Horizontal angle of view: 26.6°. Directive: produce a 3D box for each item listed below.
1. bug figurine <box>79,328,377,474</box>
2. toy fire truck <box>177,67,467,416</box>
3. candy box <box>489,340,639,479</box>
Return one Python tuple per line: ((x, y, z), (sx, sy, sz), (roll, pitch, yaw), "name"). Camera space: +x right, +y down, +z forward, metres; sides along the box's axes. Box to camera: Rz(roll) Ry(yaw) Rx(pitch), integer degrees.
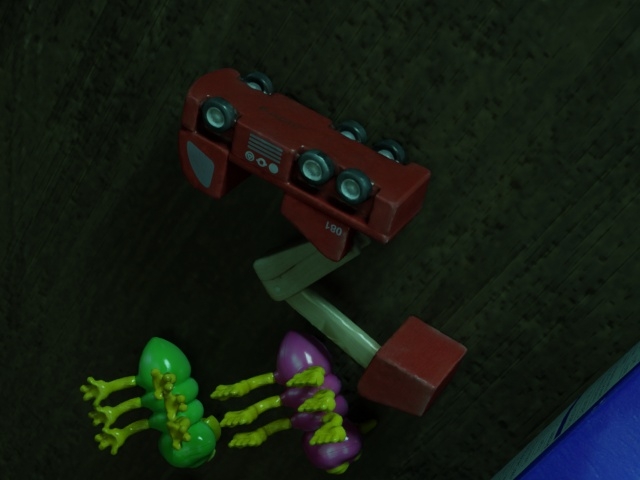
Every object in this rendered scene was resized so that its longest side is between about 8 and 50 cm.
((-0.033, 0.160, 0.851), (0.279, 0.072, 0.216), (-7, 105, 40), "bug figurine")
((0.000, 0.000, 0.756), (0.192, 0.047, 0.135), (28, 129, 17), "toy fire truck")
((0.217, 0.160, 0.592), (0.268, 0.122, 0.317), (46, 114, 11), "candy box")
